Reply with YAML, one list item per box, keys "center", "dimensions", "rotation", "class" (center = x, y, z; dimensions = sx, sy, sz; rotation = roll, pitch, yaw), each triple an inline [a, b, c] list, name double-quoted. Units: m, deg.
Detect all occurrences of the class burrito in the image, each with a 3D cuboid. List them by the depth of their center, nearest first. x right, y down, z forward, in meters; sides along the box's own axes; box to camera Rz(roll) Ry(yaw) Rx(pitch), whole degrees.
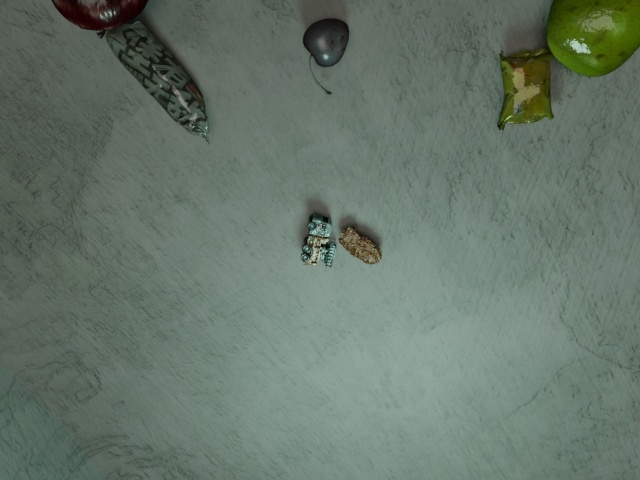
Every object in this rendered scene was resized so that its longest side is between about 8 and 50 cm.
- center: [-0.479, -0.493, 1.454]
  dimensions: [0.139, 0.101, 0.445]
  rotation: [-38, 101, 14]
  class: "burrito"

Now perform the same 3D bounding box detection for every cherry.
- center: [0.037, -0.558, 1.364]
  dimensions: [0.148, 0.115, 0.188]
  rotation: [-48, 111, -18]
  class: "cherry"

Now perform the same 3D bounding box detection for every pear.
- center: [0.728, -0.587, 1.215]
  dimensions: [0.239, 0.139, 0.288]
  rotation: [7, 113, -7]
  class: "pear"

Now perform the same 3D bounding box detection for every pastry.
- center: [0.136, 0.018, 1.603]
  dimensions: [0.169, 0.063, 0.087]
  rotation: [40, 102, -4]
  class: "pastry"

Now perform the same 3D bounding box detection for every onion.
- center: [-0.618, -0.726, 1.275]
  dimensions: [0.273, 0.273, 0.285]
  rotation: [6, 143, 5]
  class: "onion"

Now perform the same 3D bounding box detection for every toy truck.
- center: [0.000, 0.000, 1.602]
  dimensions: [0.115, 0.080, 0.177]
  rotation: [11, 114, -3]
  class: "toy truck"

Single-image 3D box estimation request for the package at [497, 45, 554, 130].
- center: [0.591, -0.441, 1.337]
  dimensions: [0.168, 0.090, 0.226]
  rotation: [-7, 106, 7]
  class: "package"
